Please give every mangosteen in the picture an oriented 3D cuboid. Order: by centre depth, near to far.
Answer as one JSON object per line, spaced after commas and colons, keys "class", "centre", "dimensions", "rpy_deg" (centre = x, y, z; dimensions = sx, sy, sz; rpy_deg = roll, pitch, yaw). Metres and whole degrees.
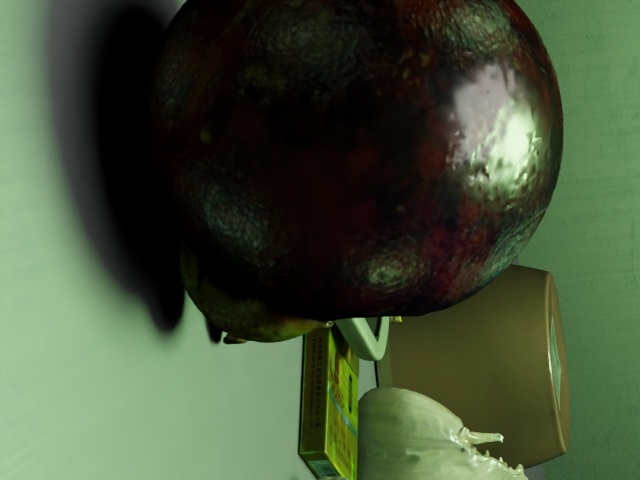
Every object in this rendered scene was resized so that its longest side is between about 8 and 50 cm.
{"class": "mangosteen", "centre": [0.019, -0.052, 1.034], "dimensions": [0.306, 0.306, 0.359], "rpy_deg": [-64, 165, -65]}

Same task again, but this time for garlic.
{"class": "garlic", "centre": [0.112, 0.264, 1.522], "dimensions": [0.143, 0.178, 0.229], "rpy_deg": [-53, 123, -25]}

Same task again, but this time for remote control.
{"class": "remote control", "centre": [0.000, 0.001, 1.352], "dimensions": [0.090, 0.038, 0.309], "rpy_deg": [-81, 152, -44]}

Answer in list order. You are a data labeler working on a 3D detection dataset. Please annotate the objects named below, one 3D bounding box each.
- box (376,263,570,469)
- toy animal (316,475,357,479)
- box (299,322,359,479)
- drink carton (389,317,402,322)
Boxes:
{"class": "box", "centre": [0.205, 0.164, 1.814], "dimensions": [0.301, 0.216, 0.301], "rpy_deg": [-7, 90, -78]}
{"class": "toy animal", "centre": [0.029, 0.283, 1.299], "dimensions": [0.098, 0.098, 0.137], "rpy_deg": [-58, 140, -68]}
{"class": "box", "centre": [0.011, 0.149, 1.424], "dimensions": [0.121, 0.030, 0.193], "rpy_deg": [62, 26, -56]}
{"class": "drink carton", "centre": [0.040, 0.018, 1.509], "dimensions": [0.056, 0.071, 0.165], "rpy_deg": [-74, 153, -49]}
